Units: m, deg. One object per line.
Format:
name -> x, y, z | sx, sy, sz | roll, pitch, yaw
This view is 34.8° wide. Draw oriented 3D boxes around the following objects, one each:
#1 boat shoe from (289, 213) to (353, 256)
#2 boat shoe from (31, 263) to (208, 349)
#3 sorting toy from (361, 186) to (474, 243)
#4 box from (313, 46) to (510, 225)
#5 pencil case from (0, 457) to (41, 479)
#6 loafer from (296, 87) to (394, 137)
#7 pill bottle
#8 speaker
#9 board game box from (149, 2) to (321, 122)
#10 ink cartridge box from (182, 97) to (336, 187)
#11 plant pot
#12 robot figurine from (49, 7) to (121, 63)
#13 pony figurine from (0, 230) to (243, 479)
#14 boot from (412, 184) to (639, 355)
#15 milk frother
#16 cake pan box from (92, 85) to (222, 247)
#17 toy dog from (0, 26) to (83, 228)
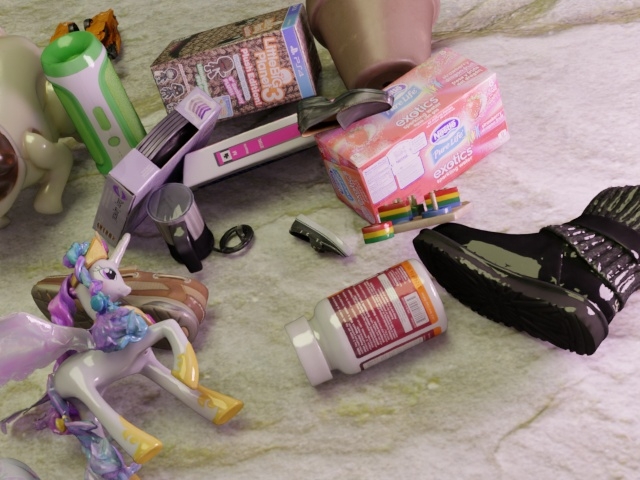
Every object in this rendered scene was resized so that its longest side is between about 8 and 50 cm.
boat shoe -> 0.000, 0.000, 1.720 | 0.040, 0.049, 0.142 | -52, 46, -4
boat shoe -> -0.330, 0.102, 1.706 | 0.324, 0.123, 0.116 | 8, 43, 21
sorting toy -> 0.161, -0.050, 1.589 | 0.132, 0.046, 0.274 | -12, 5, 22
box -> 0.159, -0.178, 1.754 | 0.300, 0.154, 0.142 | -36, 44, -14
pencil case -> -0.401, 0.418, 1.400 | 0.124, 0.113, 0.273 | -45, 46, -12
loafer -> 0.041, -0.207, 1.687 | 0.170, 0.062, 0.061 | -10, 62, 22
pill bottle -> 0.066, 0.123, 1.503 | 0.221, 0.121, 0.121 | -25, 42, -3
speaker -> -0.422, -0.250, 1.962 | 0.131, 0.296, 0.131 | -12, 43, 11
board game box -> -0.158, -0.343, 2.015 | 0.291, 0.141, 0.232 | -14, 22, 8
ink cartridge box -> -0.128, -0.160, 1.854 | 0.371, 0.069, 0.176 | -22, 2, 3
plant pot -> 0.113, -0.382, 1.938 | 0.263, 0.263, 0.229 | -14, 59, 9
robot figurine -> -0.552, -0.425, 2.360 | 0.211, 0.085, 0.291 | -13, 42, 10
pony figurine -> -0.347, 0.195, 1.510 | 0.351, 0.303, 0.363 | -38, 67, -7
boot -> 0.337, 0.005, 1.506 | 0.348, 0.131, 0.260 | 27, 63, 35
milk frother -> -0.205, -0.030, 1.763 | 0.143, 0.135, 0.129 | -34, 57, -10
cake pan box -> -0.295, -0.129, 1.835 | 0.070, 0.267, 0.246 | 38, 64, -1
toy dog -> -0.615, -0.200, 1.939 | 0.284, 0.395, 0.408 | 0, 37, 10
